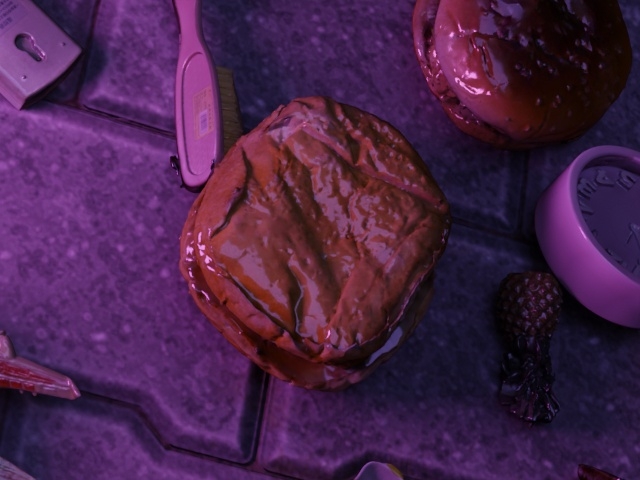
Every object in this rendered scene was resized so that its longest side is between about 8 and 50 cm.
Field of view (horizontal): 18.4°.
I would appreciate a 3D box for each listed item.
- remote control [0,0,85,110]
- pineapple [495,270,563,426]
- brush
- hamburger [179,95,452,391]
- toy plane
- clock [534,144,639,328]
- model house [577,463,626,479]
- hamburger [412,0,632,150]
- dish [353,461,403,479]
[{"bbox_3d":[-0.350,-0.239,2.007,0.233,0.038,0.098,44,59,1],"label":"remote control"},{"bbox_3d":[0.218,0.113,2.054,0.074,0.074,0.159,7,71,-18],"label":"pineapple"},{"bbox_3d":[-0.119,-0.189,2.068,0.067,0.072,0.313,16,56,-41],"label":"brush"},{"bbox_3d":[0.000,0.001,1.971,0.259,0.144,0.283,44,64,-2],"label":"hamburger"},{"bbox_3d":[-0.350,0.134,1.798,0.242,0.104,0.256,-20,75,-25],"label":"toy plane"},{"bbox_3d":[0.329,-0.005,2.122,0.197,0.068,0.197,18,49,-22],"label":"clock"},{"bbox_3d":[0.323,0.328,1.980,0.203,0.141,0.164,21,82,12],"label":"model house"},{"bbox_3d":[0.229,-0.226,2.173,0.243,0.146,0.286,33,57,-13],"label":"hamburger"},{"bbox_3d":[0.032,0.276,1.920,0.091,0.039,0.137,39,58,5],"label":"dish"}]
